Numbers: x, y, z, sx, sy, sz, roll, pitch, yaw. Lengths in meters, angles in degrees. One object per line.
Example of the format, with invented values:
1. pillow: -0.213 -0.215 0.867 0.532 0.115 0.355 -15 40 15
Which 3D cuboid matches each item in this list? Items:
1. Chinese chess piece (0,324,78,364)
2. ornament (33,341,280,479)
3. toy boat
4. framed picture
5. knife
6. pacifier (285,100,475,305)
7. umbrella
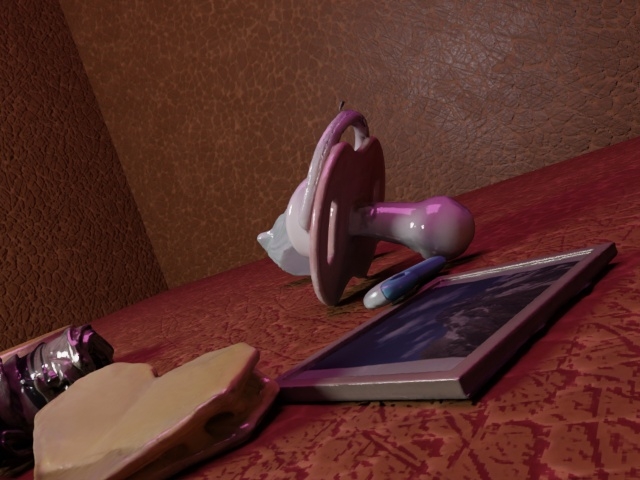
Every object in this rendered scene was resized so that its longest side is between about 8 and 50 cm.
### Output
1. Chinese chess piece: -0.489 0.222 0.930 0.251 0.097 0.251 -21 3 1
2. ornament: -0.145 0.149 0.436 0.201 0.059 0.180 -17 16 26
3. toy boat: 0.000 0.000 1.238 0.290 0.199 0.100 -19 36 30
4. framed picture: 0.110 0.069 0.501 0.209 0.019 0.281 -17 4 45
5. knife: 0.108 0.049 0.693 0.064 0.031 0.222 -35 -9 27
6. pacifier: 0.070 -0.034 0.866 0.220 0.273 0.332 -50 -8 23
7. umbrella: -0.372 0.196 0.597 0.358 0.113 0.106 -24 -25 11
